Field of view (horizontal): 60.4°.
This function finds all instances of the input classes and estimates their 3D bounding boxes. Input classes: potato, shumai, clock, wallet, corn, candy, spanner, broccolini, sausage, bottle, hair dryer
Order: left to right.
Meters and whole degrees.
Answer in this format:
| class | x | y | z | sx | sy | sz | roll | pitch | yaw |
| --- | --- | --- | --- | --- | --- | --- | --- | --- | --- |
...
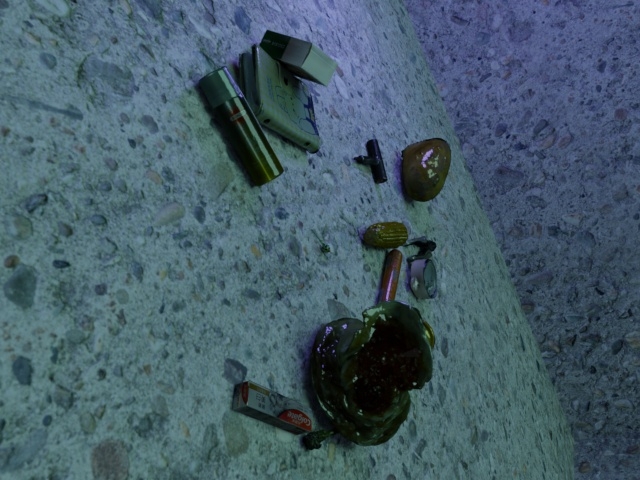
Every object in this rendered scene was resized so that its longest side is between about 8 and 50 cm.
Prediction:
| class | x | y | z | sx | sy | sz | roll | pitch | yaw |
| --- | --- | --- | --- | --- | --- | --- | --- | --- | --- |
| bottle | -0.189 | -0.273 | 1.324 | 0.286 | 0.082 | 0.082 | 61 | 29 | -15 |
| wallet | -0.109 | -0.390 | 1.548 | 0.309 | 0.077 | 0.223 | 17 | 59 | -59 |
| candy | 0.000 | 0.000 | 1.549 | 0.083 | 0.025 | 0.023 | 54 | -12 | -12 |
| broccolini | 0.026 | 0.444 | 1.284 | 0.218 | 0.044 | 0.042 | 7 | 66 | -61 |
| hair dryer | 0.171 | -0.313 | 2.028 | 0.195 | 0.050 | 0.173 | 16 | 56 | -53 |
| shumai | 0.158 | 0.312 | 1.311 | 0.330 | 0.288 | 0.292 | 60 | 23 | -3 |
| corn | 0.227 | -0.019 | 1.882 | 0.262 | 0.097 | 0.097 | 0 | 72 | -58 |
| sausage | 0.233 | 0.134 | 1.833 | 0.053 | 0.053 | 0.347 | 56 | 31 | -25 |
| spanner | 0.411 | 0.032 | 2.224 | 0.325 | 0.040 | 0.095 | -9 | 80 | -60 |
| potato | 0.440 | -0.280 | 2.319 | 0.229 | 0.229 | 0.266 | 48 | 40 | -35 |
| clock | 0.397 | 0.148 | 2.076 | 0.229 | 0.063 | 0.155 | -12 | 92 | -59 |

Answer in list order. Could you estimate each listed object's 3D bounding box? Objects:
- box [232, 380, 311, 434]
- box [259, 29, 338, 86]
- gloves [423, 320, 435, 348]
| class | x | y | z | sx | sy | sz | roll | pitch | yaw |
| --- | --- | --- | --- | --- | --- | --- | --- | --- | --- |
| box | -0.094 | 0.349 | 1.135 | 0.218 | 0.040 | 0.055 | 41 | 39 | -42 |
| box | -0.068 | -0.526 | 1.584 | 0.135 | 0.199 | 0.081 | 18 | 97 | -54 |
| gloves | 0.237 | 0.330 | 1.693 | 0.133 | 0.116 | 0.294 | 49 | 32 | 21 |
